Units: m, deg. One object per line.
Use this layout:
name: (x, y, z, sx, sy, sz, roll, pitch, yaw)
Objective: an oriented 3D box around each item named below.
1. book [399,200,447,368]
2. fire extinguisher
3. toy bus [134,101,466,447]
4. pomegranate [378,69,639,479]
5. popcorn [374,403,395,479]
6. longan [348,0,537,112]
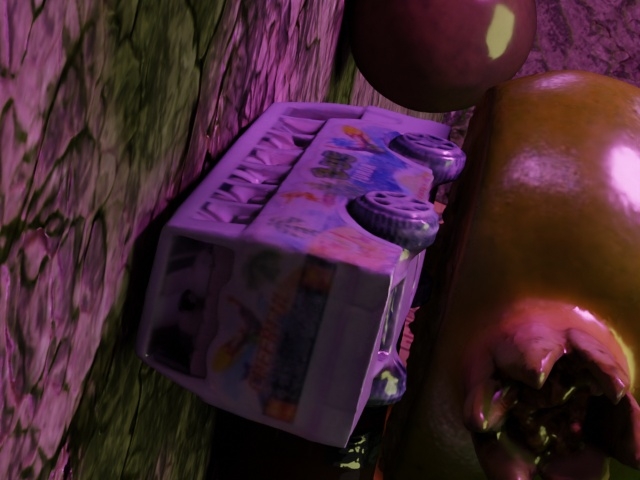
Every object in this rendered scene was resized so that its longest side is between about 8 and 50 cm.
book: (0.049, 0.032, 1.352, 0.231, 0.161, 0.026, -71, -176, -50)
fire extinguisher: (-0.008, 0.099, 1.190, 0.135, 0.114, 0.337, -16, 118, -65)
toy bus: (0.000, 0.000, 0.940, 0.330, 0.136, 0.109, -61, 164, -72)
pomegranate: (0.169, 0.062, 1.060, 0.358, 0.216, 0.310, -93, -160, -70)
popcorn: (0.050, 0.183, 1.436, 0.252, 0.215, 0.286, -160, -99, -70)
longan: (0.102, -0.196, 1.412, 0.167, 0.167, 0.187, 96, -12, -46)
